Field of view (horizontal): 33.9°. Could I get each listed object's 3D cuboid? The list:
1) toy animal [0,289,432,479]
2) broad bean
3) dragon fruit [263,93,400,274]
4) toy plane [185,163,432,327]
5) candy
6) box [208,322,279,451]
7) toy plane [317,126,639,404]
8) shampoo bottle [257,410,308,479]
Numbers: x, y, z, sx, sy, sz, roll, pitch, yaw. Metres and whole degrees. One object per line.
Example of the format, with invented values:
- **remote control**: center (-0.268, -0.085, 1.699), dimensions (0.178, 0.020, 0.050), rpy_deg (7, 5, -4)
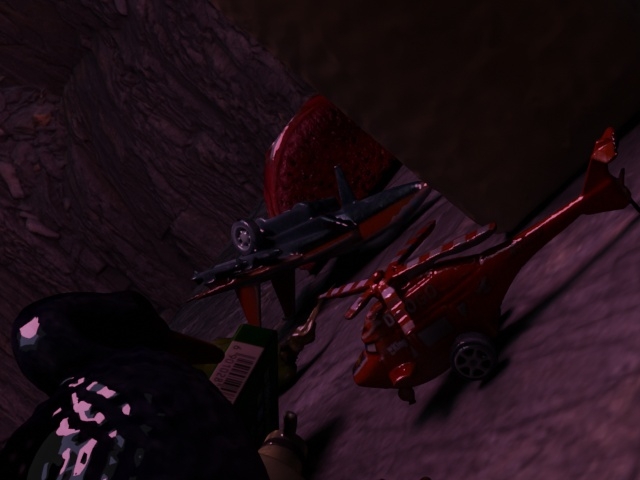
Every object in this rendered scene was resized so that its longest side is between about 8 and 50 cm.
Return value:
- **toy animal**: center (-0.049, 0.128, 0.426), dimensions (0.122, 0.185, 0.298), rpy_deg (-43, 29, 22)
- **broad bean**: center (-0.071, 0.122, 1.058), dimensions (0.098, 0.056, 0.318), rpy_deg (-51, 12, -28)
- **dragon fruit**: center (0.018, -0.100, 1.289), dimensions (0.261, 0.189, 0.163), rpy_deg (-48, 38, -7)
- **toy plane**: center (-0.003, -0.006, 1.068), dimensions (0.223, 0.104, 0.326), rpy_deg (-19, -13, -43)
- **candy**: center (0.063, -0.170, 0.663), dimensions (0.179, 0.321, 0.135), rpy_deg (-43, 13, 31)
- **box**: center (-0.079, 0.176, 0.684), dimensions (0.235, 0.034, 0.132), rpy_deg (-60, -23, -52)
- **toy plane**: center (0.088, 0.016, 0.570), dimensions (0.194, 0.077, 0.126), rpy_deg (-43, 12, 5)
- **shampoo bottle**: center (-0.045, 0.169, 0.582), dimensions (0.079, 0.079, 0.162), rpy_deg (-45, 10, 39)
